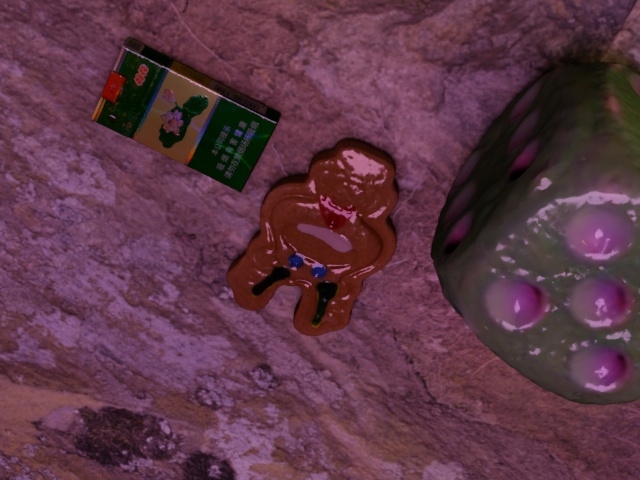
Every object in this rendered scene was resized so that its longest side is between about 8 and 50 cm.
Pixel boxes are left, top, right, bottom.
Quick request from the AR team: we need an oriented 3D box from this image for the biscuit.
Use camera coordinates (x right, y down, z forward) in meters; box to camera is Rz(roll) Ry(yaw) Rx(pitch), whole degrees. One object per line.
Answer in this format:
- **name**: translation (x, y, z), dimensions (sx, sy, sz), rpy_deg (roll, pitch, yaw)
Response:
- **biscuit**: translation (0.000, 0.000, 1.919), dimensions (0.202, 0.047, 0.334), rpy_deg (26, 122, -8)

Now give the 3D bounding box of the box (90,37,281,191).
- **box**: translation (-0.187, -0.171, 1.847), dimensions (0.235, 0.034, 0.132), rpy_deg (27, 123, -8)

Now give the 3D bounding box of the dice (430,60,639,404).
- **dice**: translation (0.348, -0.015, 1.689), dimensions (0.330, 0.322, 0.318), rpy_deg (37, 121, -12)
